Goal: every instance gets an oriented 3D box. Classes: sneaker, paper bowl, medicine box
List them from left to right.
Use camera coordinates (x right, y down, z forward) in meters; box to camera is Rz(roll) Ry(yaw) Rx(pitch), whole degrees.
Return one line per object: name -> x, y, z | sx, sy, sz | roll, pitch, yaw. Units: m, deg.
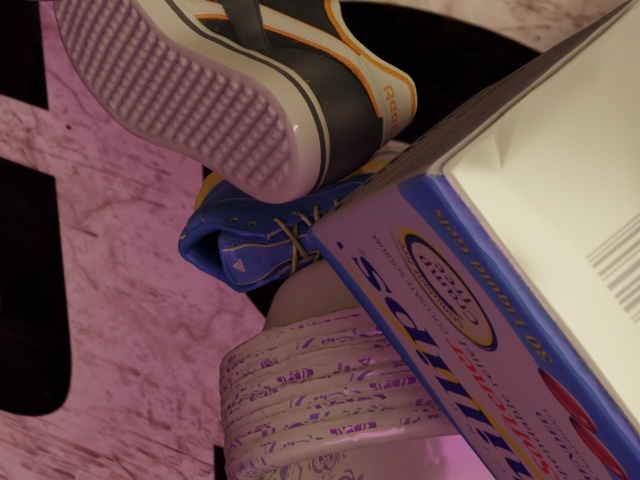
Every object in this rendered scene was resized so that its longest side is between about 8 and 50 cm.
sneaker -> -0.066, -0.126, 1.135 | 0.321, 0.127, 0.126 | 36, 136, 40
sneaker -> 0.000, 0.000, 1.177 | 0.240, 0.126, 0.091 | 2, 125, 33
paper bowl -> 0.070, 0.092, 1.133 | 0.284, 0.148, 0.284 | -4, 162, -1
medicine box -> 0.150, 0.041, 0.849 | 0.263, 0.149, 0.289 | 52, 167, -3
